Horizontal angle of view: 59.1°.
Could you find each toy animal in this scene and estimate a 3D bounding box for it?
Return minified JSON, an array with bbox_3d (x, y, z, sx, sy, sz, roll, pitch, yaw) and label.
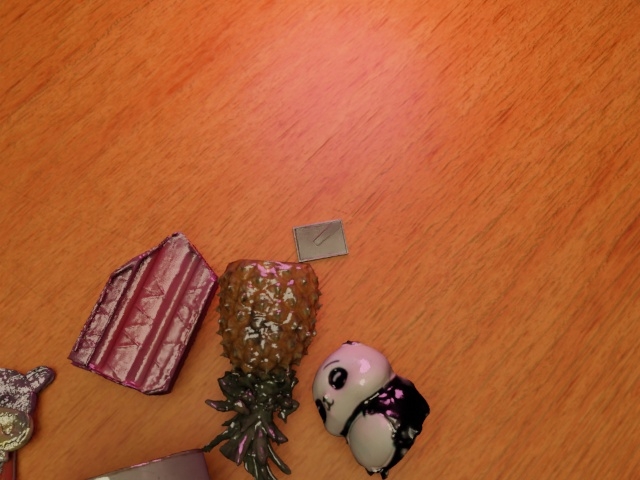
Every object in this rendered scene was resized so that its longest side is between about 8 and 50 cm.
[{"bbox_3d":[0.064,0.248,0.836,0.179,0.138,0.166,41,120,19],"label":"toy animal"}]

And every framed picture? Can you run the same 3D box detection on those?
[{"bbox_3d":[0.000,0.000,0.978,0.089,0.007,0.066,-11,73,-4],"label":"framed picture"}]

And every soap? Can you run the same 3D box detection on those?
[{"bbox_3d":[-0.261,0.108,0.896,0.162,0.099,0.250,22,75,6],"label":"soap"}]

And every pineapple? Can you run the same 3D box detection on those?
[{"bbox_3d":[-0.086,0.197,0.853,0.169,0.169,0.341,2,79,0],"label":"pineapple"}]

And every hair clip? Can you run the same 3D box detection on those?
[{"bbox_3d":[-0.521,0.263,0.867,0.186,0.056,0.146,0,66,2],"label":"hair clip"}]

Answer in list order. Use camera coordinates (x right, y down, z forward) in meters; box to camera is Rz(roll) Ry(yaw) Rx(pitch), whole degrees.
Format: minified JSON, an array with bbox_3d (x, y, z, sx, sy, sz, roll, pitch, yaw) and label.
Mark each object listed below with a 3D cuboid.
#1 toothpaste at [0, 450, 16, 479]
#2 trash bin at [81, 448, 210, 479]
[{"bbox_3d":[-0.490,0.397,0.837,0.089,0.057,0.234,-15,63,-6],"label":"toothpaste"},{"bbox_3d":[-0.217,0.509,0.689,0.280,0.280,0.433,-15,71,-5],"label":"trash bin"}]
